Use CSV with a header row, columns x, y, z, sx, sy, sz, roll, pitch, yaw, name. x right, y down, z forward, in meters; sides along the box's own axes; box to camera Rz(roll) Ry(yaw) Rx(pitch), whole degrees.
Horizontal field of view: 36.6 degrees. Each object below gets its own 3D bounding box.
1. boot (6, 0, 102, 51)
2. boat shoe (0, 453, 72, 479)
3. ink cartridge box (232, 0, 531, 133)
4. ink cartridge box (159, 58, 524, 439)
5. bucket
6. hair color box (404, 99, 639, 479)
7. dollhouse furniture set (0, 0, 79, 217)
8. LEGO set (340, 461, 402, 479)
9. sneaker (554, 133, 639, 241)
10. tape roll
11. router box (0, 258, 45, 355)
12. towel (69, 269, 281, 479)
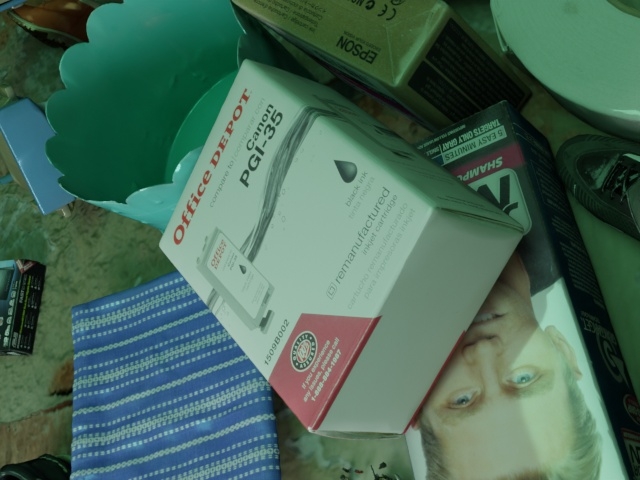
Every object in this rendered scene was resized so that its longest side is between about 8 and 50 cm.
x,y,z,sx,sy,sz,roll,pitch,yaw,name
-0.366,-0.313,1.343,0.158,0.059,0.085,23,85,28,boot
-0.260,0.369,1.003,0.127,0.113,0.340,-37,58,17,boat shoe
0.058,-0.188,0.927,0.234,0.193,0.088,35,95,37,ink cartridge box
0.000,0.000,0.824,0.283,0.117,0.207,43,112,43,ink cartridge box
-0.139,-0.130,1.035,0.281,0.183,0.281,-16,61,30,bucket
0.150,0.073,0.834,0.174,0.105,0.347,-26,62,26,hair color box
-0.367,-0.207,1.262,0.198,0.303,0.286,-30,25,-23,dollhouse furniture set
0.053,0.232,0.901,0.083,0.023,0.054,23,85,50,LEGO set
0.278,-0.030,0.782,0.078,0.106,0.234,-52,54,7,sneaker
0.337,-0.270,0.846,0.392,0.072,0.392,-11,69,31,tape roll
-0.407,0.087,1.243,0.092,0.038,0.122,-6,71,33,router box
-0.162,0.174,1.002,0.243,0.040,0.336,-21,54,16,towel
